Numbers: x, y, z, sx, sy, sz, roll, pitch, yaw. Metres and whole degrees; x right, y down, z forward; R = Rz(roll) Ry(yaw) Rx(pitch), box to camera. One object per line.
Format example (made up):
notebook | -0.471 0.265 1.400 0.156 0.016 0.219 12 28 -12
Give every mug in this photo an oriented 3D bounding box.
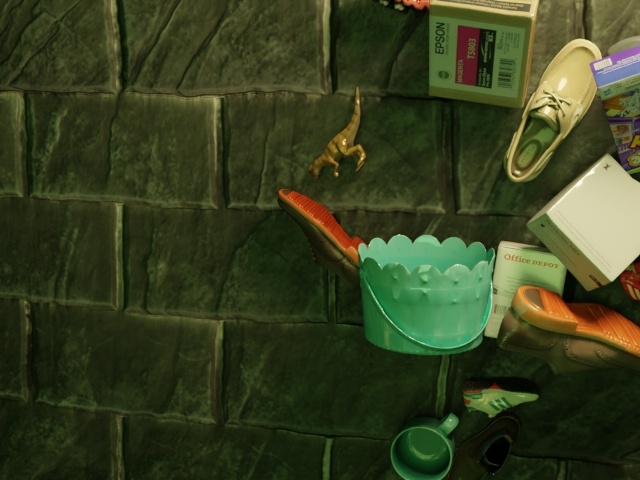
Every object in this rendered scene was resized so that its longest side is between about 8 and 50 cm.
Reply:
mug | 0.233 0.437 1.999 0.157 0.097 0.129 -16 94 17

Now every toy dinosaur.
toy dinosaur | 0.051 -0.202 1.966 0.112 0.064 0.211 40 106 8

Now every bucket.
bucket | 0.208 0.105 1.872 0.281 0.281 0.183 4 103 15

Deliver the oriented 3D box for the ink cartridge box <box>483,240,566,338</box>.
ink cartridge box | 0.416 0.107 1.903 0.139 0.082 0.191 10 100 13

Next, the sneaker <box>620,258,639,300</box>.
sneaker | 0.637 0.044 1.787 0.128 0.087 0.221 6 129 11

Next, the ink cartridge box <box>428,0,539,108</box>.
ink cartridge box | 0.305 -0.371 1.787 0.193 0.088 0.235 10 145 14

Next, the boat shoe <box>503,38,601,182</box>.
boat shoe | 0.449 -0.246 1.827 0.109 0.098 0.302 31 106 9

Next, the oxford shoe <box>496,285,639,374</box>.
oxford shoe | 0.508 0.199 1.832 0.363 0.130 0.133 20 116 -15

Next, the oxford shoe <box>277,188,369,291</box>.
oxford shoe | 0.000 0.000 1.998 0.271 0.097 0.098 42 113 6

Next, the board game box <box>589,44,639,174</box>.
board game box | 0.690 -0.273 1.700 0.347 0.078 0.233 -18 134 18

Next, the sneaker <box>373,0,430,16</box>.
sneaker | 0.219 -0.505 1.852 0.276 0.097 0.135 13 102 11

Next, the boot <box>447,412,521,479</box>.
boot | 0.332 0.457 1.969 0.082 0.106 0.219 38 106 7

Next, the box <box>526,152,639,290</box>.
box | 0.528 -0.033 1.794 0.182 0.119 0.181 -41 85 -13

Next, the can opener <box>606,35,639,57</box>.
can opener | 0.682 -0.352 1.758 0.280 0.074 0.093 -8 96 17

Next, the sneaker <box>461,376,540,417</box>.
sneaker | 0.377 0.331 1.971 0.161 0.057 0.075 -1 115 15
